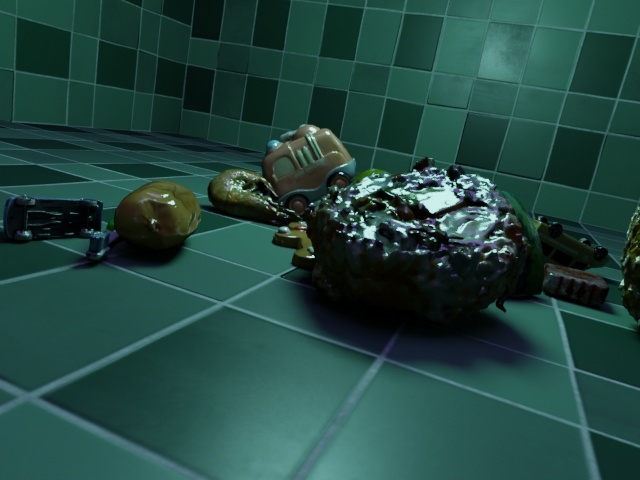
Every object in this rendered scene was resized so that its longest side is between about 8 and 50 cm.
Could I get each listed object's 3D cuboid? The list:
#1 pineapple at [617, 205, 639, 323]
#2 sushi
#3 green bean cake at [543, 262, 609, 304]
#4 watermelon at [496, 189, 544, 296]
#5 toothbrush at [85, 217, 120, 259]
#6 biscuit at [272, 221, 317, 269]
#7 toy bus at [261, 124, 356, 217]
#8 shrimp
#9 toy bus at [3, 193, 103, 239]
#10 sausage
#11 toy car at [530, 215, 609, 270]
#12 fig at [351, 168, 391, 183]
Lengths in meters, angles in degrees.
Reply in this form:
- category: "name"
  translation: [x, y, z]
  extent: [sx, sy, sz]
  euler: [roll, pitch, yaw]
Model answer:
- category: "pineapple"
  translation: [0.732, 0.041, 0.910]
  extent: [0.300, 0.352, 0.352]
  euler: [14, 13, 34]
- category: "sushi"
  translation: [0.168, -0.016, 0.898]
  extent: [0.418, 0.175, 0.417]
  euler: [0, 32, 0]
- category: "green bean cake"
  translation: [0.587, 0.102, 1.154]
  extent: [0.135, 0.056, 0.136]
  euler: [17, 15, 19]
- category: "watermelon"
  translation: [0.312, -0.022, 1.121]
  extent: [0.292, 0.222, 0.319]
  euler: [7, 13, -32]
- category: "toothbrush"
  translation: [-0.398, -0.027, 0.978]
  extent: [0.042, 0.040, 0.418]
  euler: [10, 9, -13]
- category: "biscuit"
  translation: [0.000, 0.000, 1.142]
  extent: [0.216, 0.047, 0.339]
  euler: [9, 14, -13]
- category: "toy bus"
  translation: [-0.047, -0.209, 1.443]
  extent: [0.288, 0.232, 0.194]
  euler: [-25, 17, 3]
- category: "shrimp"
  translation: [-0.170, -0.119, 1.347]
  extent: [0.287, 0.063, 0.152]
  euler: [18, 57, 9]
- category: "toy bus"
  translation: [-0.484, -0.044, 0.890]
  extent: [0.076, 0.073, 0.167]
  euler: [17, 11, 34]
- category: "sausage"
  translation: [-0.305, -0.048, 0.941]
  extent: [0.136, 0.120, 0.241]
  euler: [-2, 15, -2]
- category: "toy car"
  translation: [0.674, 0.026, 1.396]
  extent: [0.257, 0.124, 0.101]
  euler: [25, 13, -12]
- category: "fig"
  translation: [0.133, -0.091, 1.461]
  extent: [0.235, 0.203, 0.203]
  euler: [-30, 22, -6]
